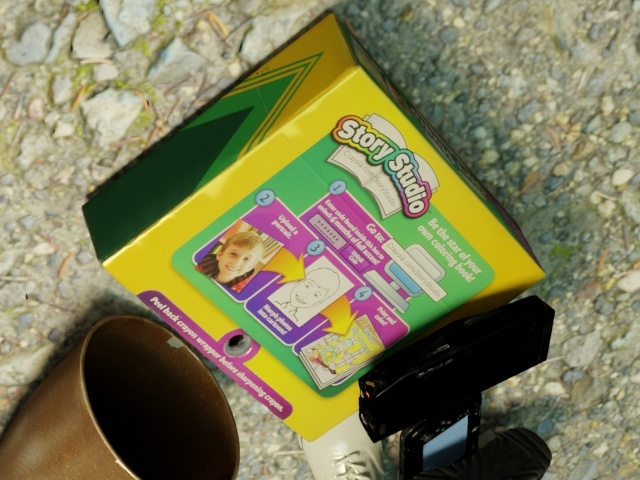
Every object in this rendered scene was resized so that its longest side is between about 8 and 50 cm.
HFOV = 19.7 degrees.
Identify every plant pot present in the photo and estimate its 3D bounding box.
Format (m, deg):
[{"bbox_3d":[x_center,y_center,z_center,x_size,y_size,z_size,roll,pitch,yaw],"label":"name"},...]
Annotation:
[{"bbox_3d":[-0.239,0.225,1.888,0.230,0.215,0.215,-35,131,28],"label":"plant pot"}]

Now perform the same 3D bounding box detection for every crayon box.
[{"bbox_3d":[0.000,0.000,1.839,0.313,0.106,0.363,-37,130,10],"label":"crayon box"}]

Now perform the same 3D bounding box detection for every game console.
[{"bbox_3d":[0.145,0.183,1.995,0.213,0.044,0.361,-24,152,-12],"label":"game console"}]

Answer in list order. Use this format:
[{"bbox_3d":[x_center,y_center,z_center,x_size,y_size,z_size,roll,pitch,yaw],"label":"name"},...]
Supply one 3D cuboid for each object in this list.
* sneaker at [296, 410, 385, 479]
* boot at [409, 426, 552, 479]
[{"bbox_3d":[0.039,0.265,2.067,0.094,0.091,0.258,-21,130,-2],"label":"sneaker"},{"bbox_3d":[0.143,0.332,2.087,0.246,0.094,0.207,-27,153,-39],"label":"boot"}]
